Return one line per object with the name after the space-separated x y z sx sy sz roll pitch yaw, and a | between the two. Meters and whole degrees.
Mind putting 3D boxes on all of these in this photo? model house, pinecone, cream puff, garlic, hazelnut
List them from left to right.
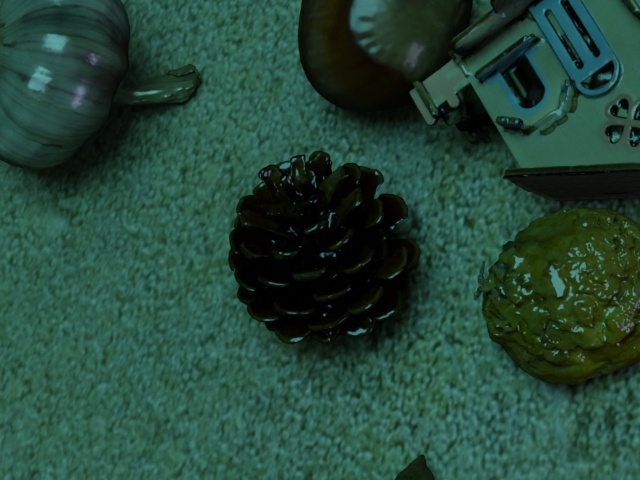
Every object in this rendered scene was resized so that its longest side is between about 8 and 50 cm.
-0.259 -0.190 2.177 0.253 0.245 0.245 9 62 -21 | garlic
0.000 0.000 1.979 0.207 0.208 0.208 -7 63 15 | pinecone
0.060 -0.238 2.084 0.214 0.176 0.214 -30 36 25 | hazelnut
0.245 0.047 1.909 0.189 0.129 0.189 -7 60 13 | cream puff
0.277 -0.147 1.937 0.326 0.169 0.244 -35 65 17 | model house

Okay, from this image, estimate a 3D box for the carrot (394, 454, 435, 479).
0.060 0.359 1.854 0.070 0.070 0.342 3 64 19 | carrot
